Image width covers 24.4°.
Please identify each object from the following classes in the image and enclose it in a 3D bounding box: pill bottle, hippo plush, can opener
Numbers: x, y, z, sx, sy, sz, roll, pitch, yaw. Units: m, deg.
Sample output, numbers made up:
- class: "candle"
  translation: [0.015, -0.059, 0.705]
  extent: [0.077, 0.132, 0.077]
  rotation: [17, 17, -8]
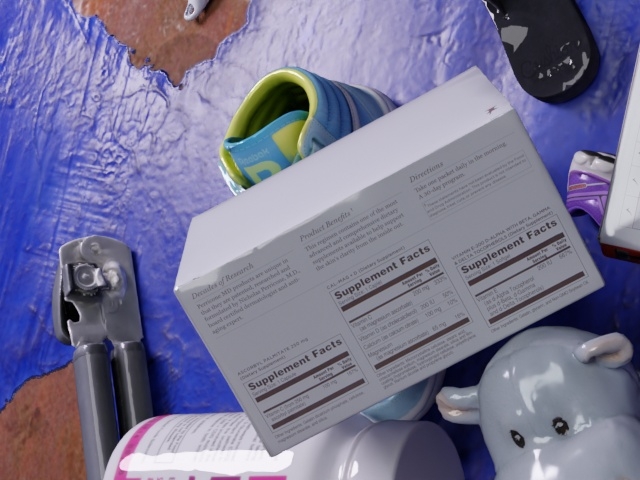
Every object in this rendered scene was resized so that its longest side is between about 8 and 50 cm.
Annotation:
- class: "pill bottle"
  translation: [-0.031, 0.223, 1.250]
  extent: [0.283, 0.160, 0.160]
  rotation: [-7, 76, 31]
- class: "hippo plush"
  translation: [0.229, 0.135, 1.026]
  extent: [0.234, 0.236, 0.294]
  rotation: [-22, 57, 26]
- class: "can opener"
  translation: [-0.213, 0.132, 1.458]
  extent: [0.095, 0.076, 0.283]
  rotation: [-39, 56, 57]

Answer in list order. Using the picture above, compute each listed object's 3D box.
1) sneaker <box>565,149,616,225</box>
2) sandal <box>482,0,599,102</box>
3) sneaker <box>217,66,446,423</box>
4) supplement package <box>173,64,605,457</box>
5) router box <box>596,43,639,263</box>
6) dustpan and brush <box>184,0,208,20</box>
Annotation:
- class: "sneaker"
  translation: [0.269, -0.019, 1.182]
  extent: [0.170, 0.068, 0.071]
  rotation: [26, 109, 42]
- class: "sandal"
  translation: [0.164, -0.237, 1.290]
  extent: [0.097, 0.054, 0.254]
  rotation: [-38, 62, 20]
- class: "sneaker"
  translation: [0.000, 0.000, 1.252]
  extent: [0.127, 0.208, 0.319]
  rotation: [-21, 70, 27]
- class: "supplement package"
  translation: [0.044, 0.006, 1.091]
  extent: [0.262, 0.204, 0.145]
  rotation: [-27, 104, 6]
- class: "router box"
  translation: [0.380, -0.123, 1.054]
  extent: [0.301, 0.082, 0.335]
  rotation: [13, 86, 14]
- class: "dustpan and brush"
  translation: [-0.089, -0.318, 1.479]
  extent: [0.147, 0.060, 0.211]
  rotation: [35, 92, 35]
